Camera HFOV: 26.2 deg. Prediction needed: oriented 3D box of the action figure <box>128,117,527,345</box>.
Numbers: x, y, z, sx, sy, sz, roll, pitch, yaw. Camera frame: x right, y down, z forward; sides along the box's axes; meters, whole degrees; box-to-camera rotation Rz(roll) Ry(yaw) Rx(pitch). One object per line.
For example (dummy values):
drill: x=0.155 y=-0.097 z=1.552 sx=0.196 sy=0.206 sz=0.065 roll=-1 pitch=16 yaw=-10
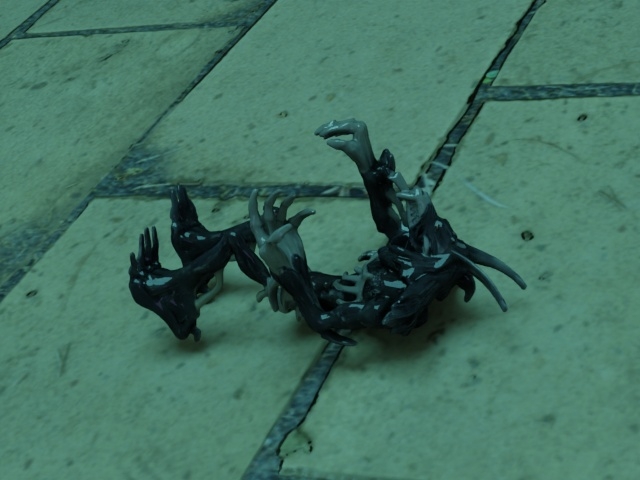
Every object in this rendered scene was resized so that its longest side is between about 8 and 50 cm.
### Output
action figure: x=0.000 y=0.000 z=0.975 sx=0.276 sy=0.140 sz=0.164 roll=-3 pitch=23 yaw=24
